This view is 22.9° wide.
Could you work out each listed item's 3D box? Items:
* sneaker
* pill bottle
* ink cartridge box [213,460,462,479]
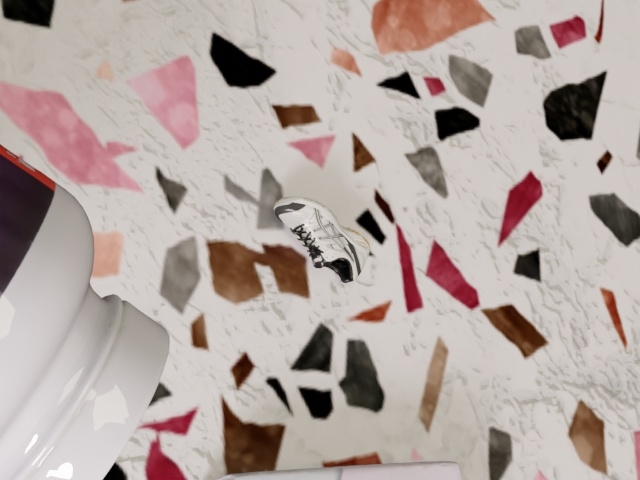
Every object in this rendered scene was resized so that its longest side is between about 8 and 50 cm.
[{"bbox_3d":[0.000,0.000,1.139,0.083,0.032,0.037,32,56,-21],"label":"sneaker"},{"bbox_3d":[-0.235,0.004,0.733,0.323,0.181,0.181,35,55,-17],"label":"pill bottle"},{"bbox_3d":[0.025,0.266,1.040,0.189,0.066,0.232,3,67,-36],"label":"ink cartridge box"}]
